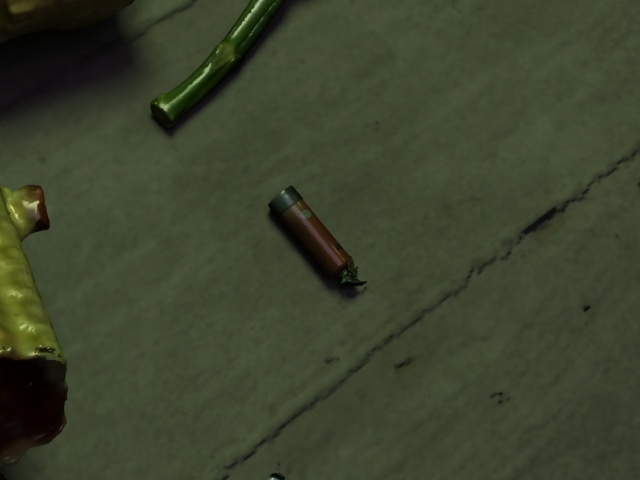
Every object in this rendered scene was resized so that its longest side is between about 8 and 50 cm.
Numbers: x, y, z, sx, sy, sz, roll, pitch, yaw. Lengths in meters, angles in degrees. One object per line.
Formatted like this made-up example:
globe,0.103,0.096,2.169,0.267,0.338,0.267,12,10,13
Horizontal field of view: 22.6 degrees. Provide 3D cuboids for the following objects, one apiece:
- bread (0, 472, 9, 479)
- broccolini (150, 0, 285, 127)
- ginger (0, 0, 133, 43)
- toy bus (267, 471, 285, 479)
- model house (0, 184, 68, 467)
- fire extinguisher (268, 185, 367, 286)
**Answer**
bread,-0.244,0.199,0.914,0.193,0.064,0.193,4,69,-11
broccolini,-0.043,-0.171,1.130,0.054,0.051,0.239,39,71,-6
ginger,-0.234,-0.225,1.046,0.275,0.130,0.221,26,54,-4
toy bus,0.061,0.276,0.902,0.312,0.190,0.152,25,60,-6
model house,-0.260,0.043,0.884,0.254,0.160,0.196,-15,48,-18
fire extinguisher,0.000,0.000,1.084,0.083,0.022,0.028,50,34,5
